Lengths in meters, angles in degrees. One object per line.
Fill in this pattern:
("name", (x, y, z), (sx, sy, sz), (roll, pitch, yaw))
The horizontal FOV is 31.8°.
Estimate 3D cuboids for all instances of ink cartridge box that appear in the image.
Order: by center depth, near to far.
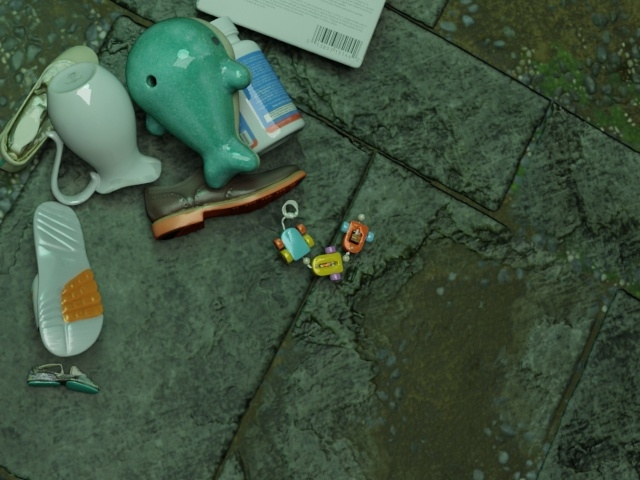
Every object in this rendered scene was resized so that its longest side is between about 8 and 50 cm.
("ink cartridge box", (-0.027, -0.460, 1.874), (0.296, 0.066, 0.261), (19, 107, -11))

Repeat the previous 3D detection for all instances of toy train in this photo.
("toy train", (0.000, 0.000, 1.891), (0.166, 0.046, 0.125), (18, 78, -14))

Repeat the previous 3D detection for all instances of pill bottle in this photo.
("pill bottle", (-0.131, -0.251, 1.849), (0.124, 0.124, 0.222), (-31, 91, -15))

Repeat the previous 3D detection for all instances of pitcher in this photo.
("pitcher", (-0.366, -0.160, 1.759), (0.177, 0.125, 0.207), (-28, 130, -8))

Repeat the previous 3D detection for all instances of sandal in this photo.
("sandal", (-0.408, 0.067, 1.776), (0.102, 0.076, 0.265), (2, 61, -27))

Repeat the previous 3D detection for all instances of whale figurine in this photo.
("whale figurine", (-0.201, -0.211, 1.741), (0.141, 0.216, 0.272), (-29, 96, -59))

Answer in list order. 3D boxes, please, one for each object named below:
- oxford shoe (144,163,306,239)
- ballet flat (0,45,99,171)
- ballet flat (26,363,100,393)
("oxford shoe", (-0.156, -0.088, 1.840), (0.271, 0.097, 0.098), (-19, 82, -15))
("ballet flat", (-0.434, -0.216, 1.794), (0.086, 0.086, 0.248), (33, 77, -7))
("ballet flat", (-0.402, 0.215, 1.771), (0.114, 0.041, 0.041), (9, 81, -13))
